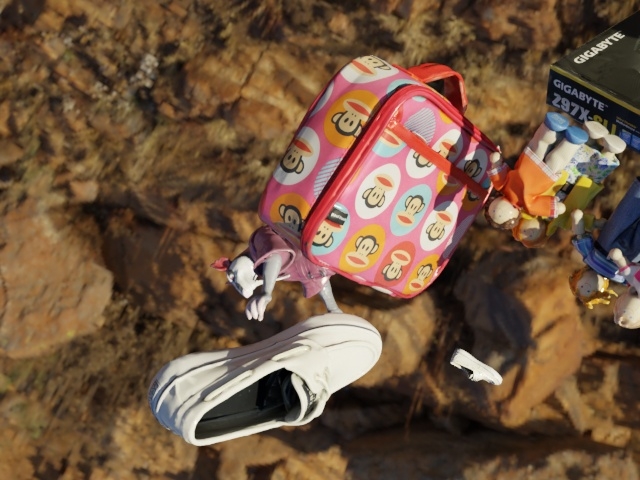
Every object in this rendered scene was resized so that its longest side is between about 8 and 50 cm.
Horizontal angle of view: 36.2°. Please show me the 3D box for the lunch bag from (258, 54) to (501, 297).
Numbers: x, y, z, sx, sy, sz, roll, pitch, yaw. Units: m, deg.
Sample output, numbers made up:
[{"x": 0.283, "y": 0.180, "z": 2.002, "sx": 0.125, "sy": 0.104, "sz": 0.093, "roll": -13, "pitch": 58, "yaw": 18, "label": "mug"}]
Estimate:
[{"x": 0.085, "y": -0.078, "z": 1.110, "sx": 0.120, "sy": 0.258, "sz": 0.293, "roll": 36, "pitch": -173, "yaw": 33, "label": "lunch bag"}]

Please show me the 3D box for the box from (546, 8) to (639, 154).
[{"x": 0.518, "y": -0.231, "z": 1.356, "sx": 0.257, "sy": 0.322, "sz": 0.079, "roll": 40, "pitch": 150, "yaw": 34, "label": "box"}]

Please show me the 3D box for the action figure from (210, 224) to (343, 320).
[{"x": 0.000, "y": 0.000, "z": 1.513, "sx": 0.370, "sy": 0.275, "sz": 0.248, "roll": -7, "pitch": 166, "yaw": 15, "label": "action figure"}]

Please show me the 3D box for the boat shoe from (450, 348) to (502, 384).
[{"x": 0.275, "y": 0.233, "z": 1.737, "sx": 0.100, "sy": 0.035, "sz": 0.035, "roll": 35, "pitch": 155, "yaw": -4, "label": "boat shoe"}]

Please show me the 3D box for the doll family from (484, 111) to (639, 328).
[{"x": 0.294, "y": -0.015, "z": 1.035, "sx": 0.263, "sy": 0.118, "sz": 0.163, "roll": 40, "pitch": 123, "yaw": 15, "label": "doll family"}]

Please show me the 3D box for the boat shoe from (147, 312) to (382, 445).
[{"x": -0.034, "y": 0.140, "z": 0.968, "sx": 0.088, "sy": 0.268, "sz": 0.096, "roll": 35, "pitch": 121, "yaw": 45, "label": "boat shoe"}]
